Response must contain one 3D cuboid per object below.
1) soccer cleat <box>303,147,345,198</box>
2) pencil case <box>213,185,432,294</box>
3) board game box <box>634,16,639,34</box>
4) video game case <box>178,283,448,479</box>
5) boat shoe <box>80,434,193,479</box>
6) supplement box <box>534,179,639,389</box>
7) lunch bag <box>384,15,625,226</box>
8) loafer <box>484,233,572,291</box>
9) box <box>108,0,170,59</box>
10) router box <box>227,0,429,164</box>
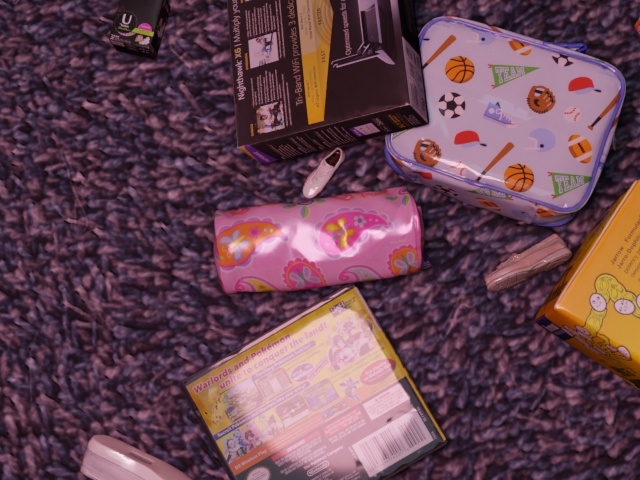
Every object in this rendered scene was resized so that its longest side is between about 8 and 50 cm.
[{"bbox_3d":[0.004,-0.094,1.517,0.029,0.035,0.083,40,85,8],"label":"soccer cleat"},{"bbox_3d":[0.000,0.000,1.465,0.284,0.124,0.124,-8,81,1],"label":"pencil case"},{"bbox_3d":[0.548,-0.262,1.508,0.147,0.045,0.193,-33,81,-3],"label":"board game box"},{"bbox_3d":[-0.011,0.229,1.468,0.275,0.035,0.248,-30,81,-1],"label":"video game case"},{"bbox_3d":[-0.233,0.323,1.453,0.184,0.066,0.063,25,97,4],"label":"boat shoe"},{"bbox_3d":[0.477,0.112,1.378,0.356,0.194,0.195,34,84,8],"label":"supplement box"},{"bbox_3d":[0.250,-0.164,1.478,0.303,0.115,0.243,19,80,7],"label":"lunch bag"},{"bbox_3d":[0.274,0.030,1.483,0.125,0.045,0.039,-22,63,-7],"label":"loafer"},{"bbox_3d":[-0.254,-0.307,1.557,0.062,0.052,0.083,14,81,4],"label":"box"},{"bbox_3d":[0.002,-0.278,1.468,0.243,0.081,0.309,-11,72,21],"label":"router box"}]
